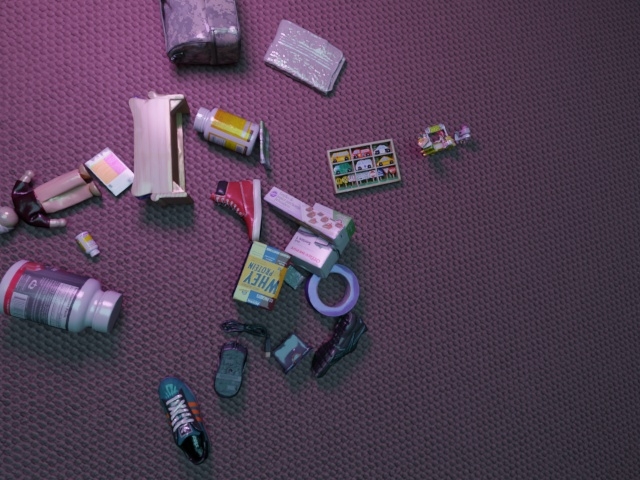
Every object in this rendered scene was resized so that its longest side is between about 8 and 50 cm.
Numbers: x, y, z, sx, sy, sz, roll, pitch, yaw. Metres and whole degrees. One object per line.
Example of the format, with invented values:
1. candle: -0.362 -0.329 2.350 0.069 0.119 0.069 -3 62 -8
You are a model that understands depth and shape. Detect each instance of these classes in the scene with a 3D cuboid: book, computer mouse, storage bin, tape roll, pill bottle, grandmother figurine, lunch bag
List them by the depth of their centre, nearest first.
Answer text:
1. pill bottle: -0.804 0.187 1.443 0.318 0.176 0.177 18 82 -10
2. grandmother figurine: -0.907 -0.130 1.487 0.342 0.104 0.208 -31 84 -15
3. pill bottle: -0.772 0.014 1.531 0.043 0.043 0.083 -35 94 -12
4. book: -0.710 -0.234 1.570 0.096 0.035 0.144 -44 96 -15
5. lunch bag: -0.420 -0.769 1.578 0.255 0.212 0.305 -9 87 -13
6. computer mouse: -0.268 0.414 1.603 0.183 0.060 0.262 6 73 -7
7. pill bottle: -0.329 -0.388 1.617 0.214 0.117 0.117 21 82 -10
8. storage bin: -0.104 0.394 1.625 0.135 0.098 0.091 -43 85 -12
9. tape roll: 0.040 0.179 1.674 0.188 0.080 0.189 1 85 -13

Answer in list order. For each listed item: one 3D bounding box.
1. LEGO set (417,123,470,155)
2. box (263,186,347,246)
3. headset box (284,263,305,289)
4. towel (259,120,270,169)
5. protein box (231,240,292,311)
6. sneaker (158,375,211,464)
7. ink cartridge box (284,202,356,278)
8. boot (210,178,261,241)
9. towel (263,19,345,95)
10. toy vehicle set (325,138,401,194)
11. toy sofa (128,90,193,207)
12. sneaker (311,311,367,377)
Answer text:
1. LEGO set: 0.439 -0.402 1.775 0.286 0.132 0.107 -15 83 -35
2. box: -0.054 -0.085 1.594 0.324 0.067 0.063 31 74 25
3. headset box: -0.099 0.135 1.671 0.083 0.032 0.062 42 79 -5
4. towel: -0.197 -0.338 1.644 0.023 0.113 0.152 -2 86 1
5. protein box: -0.204 0.121 1.563 0.135 0.201 0.200 21 82 -10
6. sneaker: -0.444 0.593 1.517 0.108 0.121 0.302 -27 92 -13
7. ink cartridge box: 0.000 0.000 1.627 0.160 0.093 0.219 24 70 24
8. boot: -0.293 -0.102 1.601 0.176 0.088 0.244 -3 64 -11
9. towel: -0.057 -0.687 1.734 0.282 0.049 0.187 24 81 -9
10. toy vehicle set: 0.164 -0.282 1.756 0.266 0.035 0.166 -13 89 -13
11. toy sofa: -0.532 -0.300 1.552 0.177 0.150 0.363 -3 86 -7
12. sneaker: 0.071 0.390 1.654 0.106 0.101 0.267 35 91 -28
